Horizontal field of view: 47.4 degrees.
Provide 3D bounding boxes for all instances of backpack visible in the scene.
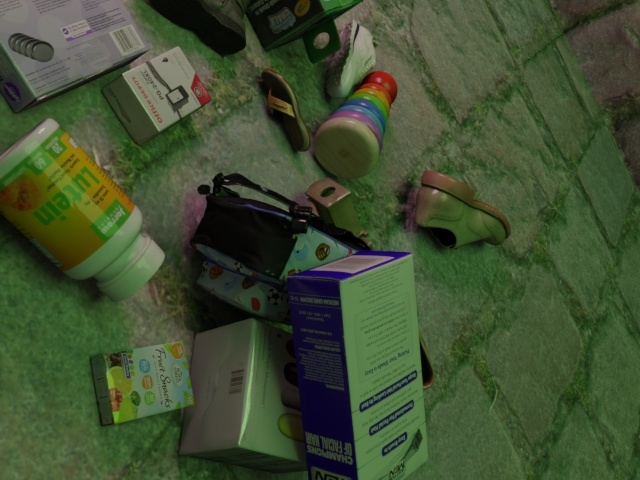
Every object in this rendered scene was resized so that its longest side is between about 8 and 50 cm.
[{"bbox_3d":[-0.055,0.033,1.201,0.263,0.276,0.213,14,98,-42],"label":"backpack"}]

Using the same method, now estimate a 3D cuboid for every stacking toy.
[{"bbox_3d":[0.101,-0.274,1.608,0.141,0.141,0.330,53,38,-20],"label":"stacking toy"}]

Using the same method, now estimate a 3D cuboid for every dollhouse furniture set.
[{"bbox_3d":[0.000,0.000,1.436,0.161,0.101,0.182,-33,125,-14],"label":"dollhouse furniture set"}]

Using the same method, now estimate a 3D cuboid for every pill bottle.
[{"bbox_3d":[-0.333,-0.034,1.000,0.246,0.136,0.136,50,44,-23],"label":"pill bottle"}]

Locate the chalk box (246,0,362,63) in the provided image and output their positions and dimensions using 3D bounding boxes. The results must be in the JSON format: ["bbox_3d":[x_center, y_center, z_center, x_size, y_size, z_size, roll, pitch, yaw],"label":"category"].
[{"bbox_3d":[-0.043,-0.514,1.497,0.179,0.180,0.289,-41,107,-48],"label":"chalk box"}]

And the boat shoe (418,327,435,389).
[{"bbox_3d":[0.131,0.149,1.428,0.121,0.110,0.341,-38,113,-8],"label":"boat shoe"}]

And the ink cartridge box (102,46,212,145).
[{"bbox_3d":[-0.270,-0.243,1.216,0.109,0.063,0.150,58,41,-14],"label":"ink cartridge box"}]

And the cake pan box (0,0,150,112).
[{"bbox_3d":[-0.413,-0.350,1.097,0.246,0.070,0.267,60,41,-15],"label":"cake pan box"}]

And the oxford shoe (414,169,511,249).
[{"bbox_3d":[0.344,-0.044,1.812,0.397,0.140,0.146,26,87,-46],"label":"oxford shoe"}]

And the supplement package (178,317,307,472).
[{"bbox_3d":[-0.088,0.253,1.151,0.203,0.149,0.194,27,57,-39],"label":"supplement package"}]

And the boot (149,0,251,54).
[{"bbox_3d":[-0.229,-0.470,1.359,0.246,0.083,0.161,33,45,-43],"label":"boot"}]

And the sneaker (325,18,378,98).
[{"bbox_3d":[0.079,-0.400,1.645,0.095,0.090,0.235,32,53,-24],"label":"sneaker"}]

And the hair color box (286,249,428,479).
[{"bbox_3d":[0.061,0.197,1.081,0.185,0.110,0.339,-16,103,-49],"label":"hair color box"}]

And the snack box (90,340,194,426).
[{"bbox_3d":[-0.258,0.206,1.066,0.141,0.037,0.100,-1,77,-49],"label":"snack box"}]

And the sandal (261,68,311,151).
[{"bbox_3d":[-0.075,-0.256,1.450,0.049,0.072,0.180,-28,101,-28],"label":"sandal"}]
